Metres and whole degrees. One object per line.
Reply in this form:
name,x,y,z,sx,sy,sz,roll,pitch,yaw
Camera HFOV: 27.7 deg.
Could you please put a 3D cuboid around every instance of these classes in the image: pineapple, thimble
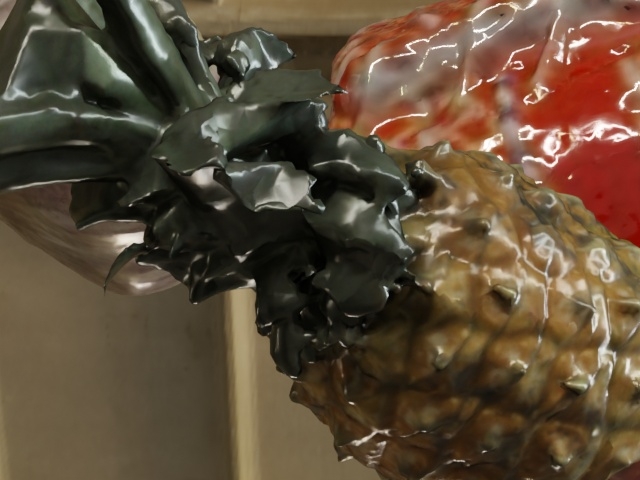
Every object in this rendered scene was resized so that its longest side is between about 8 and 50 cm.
pineapple,-0.001,0.000,0.417,0.248,0.128,0.128,33,-59,-28
thimble,0.148,0.006,0.752,0.231,0.350,0.350,-15,-55,12

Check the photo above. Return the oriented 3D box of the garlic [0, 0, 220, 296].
garlic,-0.181,-0.059,0.725,0.253,0.245,0.245,-27,-54,-10
